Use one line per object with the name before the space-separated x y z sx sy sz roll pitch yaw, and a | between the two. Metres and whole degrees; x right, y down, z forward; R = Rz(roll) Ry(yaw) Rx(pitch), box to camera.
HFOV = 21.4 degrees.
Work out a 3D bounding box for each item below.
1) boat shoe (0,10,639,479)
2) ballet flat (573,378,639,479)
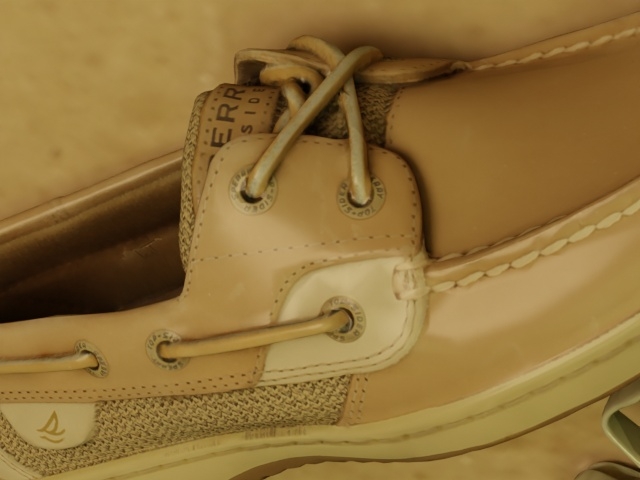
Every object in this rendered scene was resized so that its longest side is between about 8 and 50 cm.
boat shoe | 0.000 0.000 0.529 0.341 0.122 0.110 -26 120 27
ballet flat | 0.136 0.093 0.617 0.087 0.083 0.247 31 130 15
